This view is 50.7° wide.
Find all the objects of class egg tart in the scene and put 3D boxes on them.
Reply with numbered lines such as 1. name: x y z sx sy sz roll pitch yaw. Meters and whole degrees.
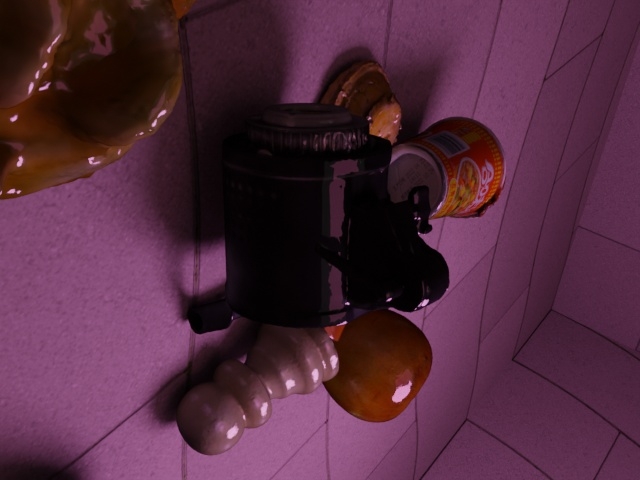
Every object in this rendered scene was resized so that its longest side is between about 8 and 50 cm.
1. egg tart: 0.066 -0.175 1.024 0.191 0.074 0.191 -42 147 -36

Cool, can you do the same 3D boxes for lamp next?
1. lamp: -0.025 -0.034 0.844 0.205 0.374 0.272 -17 97 -45

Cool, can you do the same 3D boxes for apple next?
1. apple: 0.105 0.236 1.335 0.237 0.208 0.237 -50 168 -14

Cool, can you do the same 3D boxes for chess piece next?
1. chess piece: -0.107 0.221 1.034 0.251 0.144 0.144 -34 141 -31

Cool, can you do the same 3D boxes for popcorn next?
1. popcorn: -0.179 -0.185 0.404 0.326 0.290 0.321 -7 124 -35

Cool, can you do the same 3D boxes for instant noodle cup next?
1. instant noodle cup: 0.196 -0.109 1.154 0.212 0.193 0.193 -22 132 -55

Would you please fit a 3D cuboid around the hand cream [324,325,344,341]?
1. hand cream: 0.052 0.014 1.160 0.140 0.089 0.314 33 76 -62
